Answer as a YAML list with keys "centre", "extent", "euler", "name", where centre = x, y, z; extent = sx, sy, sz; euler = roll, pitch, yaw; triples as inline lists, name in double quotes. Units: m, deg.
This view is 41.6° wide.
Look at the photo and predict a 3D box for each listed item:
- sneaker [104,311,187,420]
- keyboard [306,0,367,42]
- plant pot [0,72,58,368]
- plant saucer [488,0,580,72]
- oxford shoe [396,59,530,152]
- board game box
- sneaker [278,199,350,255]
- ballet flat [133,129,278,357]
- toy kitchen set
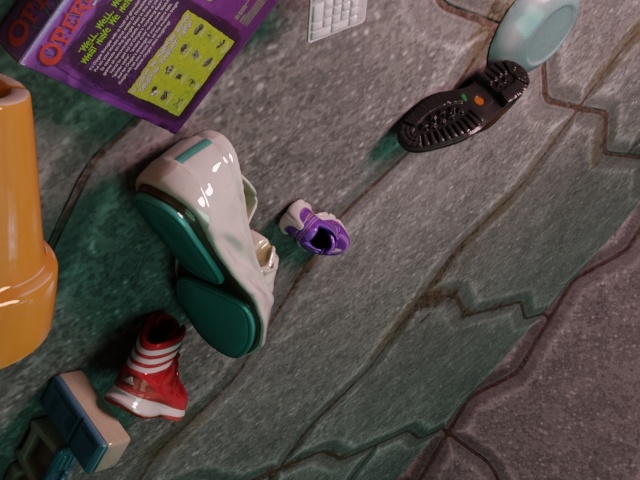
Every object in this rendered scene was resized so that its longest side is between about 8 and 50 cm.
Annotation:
- centre: [-0.203, 0.168, 1.129]
  extent: [0.128, 0.087, 0.221]
  euler: [-64, 175, -5]
  name: "sneaker"
- centre: [0.023, -0.293, 0.768]
  extent: [0.072, 0.014, 0.256]
  euler: [-32, 151, -25]
  name: "keyboard"
- centre: [-0.291, -0.030, 0.615]
  extent: [0.205, 0.205, 0.187]
  euler: [-11, 122, -49]
  name: "plant pot"
- centre: [0.332, -0.315, 1.256]
  extent: [0.195, 0.037, 0.195]
  euler: [-35, 152, -22]
  name: "plant saucer"
- centre: [0.203, -0.174, 1.228]
  extent: [0.227, 0.082, 0.096]
  euler: [-27, 163, -22]
  name: "oxford shoe"
- centre: [-0.092, -0.262, 0.712]
  extent: [0.347, 0.056, 0.208]
  euler: [-50, 158, 10]
  name: "board game box"
- centre: [0.000, 0.000, 1.193]
  extent: [0.068, 0.071, 0.170]
  euler: [-49, 154, 9]
  name: "sneaker"
- centre: [-0.111, 0.015, 1.013]
  extent: [0.139, 0.139, 0.400]
  euler: [-37, 152, -16]
  name: "ballet flat"
- centre: [-0.364, 0.284, 1.019]
  extent: [0.166, 0.122, 0.207]
  euler: [-5, 133, -53]
  name: "toy kitchen set"
